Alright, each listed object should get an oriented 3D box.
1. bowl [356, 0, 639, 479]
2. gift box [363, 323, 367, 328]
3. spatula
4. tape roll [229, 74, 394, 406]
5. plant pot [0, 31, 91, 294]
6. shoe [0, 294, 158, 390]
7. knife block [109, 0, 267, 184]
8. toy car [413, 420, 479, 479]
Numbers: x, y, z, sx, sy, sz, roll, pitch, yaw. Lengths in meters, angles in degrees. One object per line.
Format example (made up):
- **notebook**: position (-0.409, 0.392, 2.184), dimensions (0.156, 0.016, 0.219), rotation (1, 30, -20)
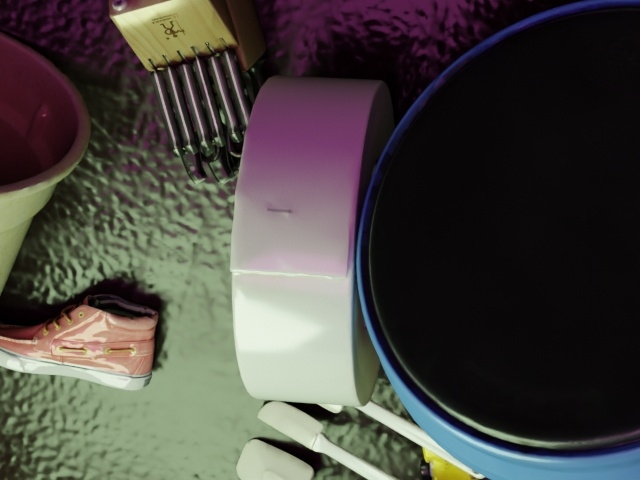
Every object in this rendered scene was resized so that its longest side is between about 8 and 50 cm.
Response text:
- **bowl**: position (0.204, -0.004, 1.146), dimensions (0.391, 0.077, 0.391), rotation (-12, 63, 24)
- **gift box**: position (0.210, 0.077, 1.301), dimensions (0.276, 0.255, 0.258), rotation (-53, 52, 5)
- **spatula**: position (0.036, 0.219, 1.508), dimensions (0.242, 0.019, 0.168), rotation (28, 105, 23)
- **tape roll**: position (0.000, 0.000, 1.344), dimensions (0.100, 0.286, 0.286), rotation (4, 108, 9)
- **plant pot**: position (-0.403, -0.009, 1.419), dimensions (0.334, 0.334, 0.305), rotation (21, 121, 3)
- **shoe**: position (-0.248, 0.089, 1.536), dimensions (0.178, 0.063, 0.081), rotation (11, 107, 1)
- **knife block**: position (-0.106, -0.198, 1.420), dimensions (0.088, 0.242, 0.276), rotation (-13, 60, 12)
- **toy car**: position (0.157, 0.280, 1.528), dimensions (0.225, 0.053, 0.239), rotation (25, 110, 1)
